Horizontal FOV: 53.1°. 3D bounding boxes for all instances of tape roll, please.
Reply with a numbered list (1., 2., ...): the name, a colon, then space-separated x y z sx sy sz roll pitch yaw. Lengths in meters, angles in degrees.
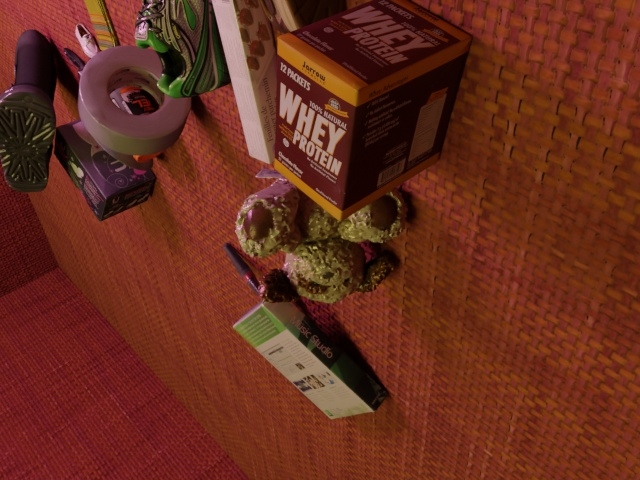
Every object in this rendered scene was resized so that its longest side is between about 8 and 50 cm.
1. tape roll: -0.378 -0.286 1.308 0.219 0.219 0.072 55 151 6

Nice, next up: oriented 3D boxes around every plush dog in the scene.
1. plush dog: 0.000 0.000 1.048 0.210 0.263 0.225 -106 10 -65

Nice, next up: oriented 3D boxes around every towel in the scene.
1. towel: -0.532 -0.556 1.487 0.102 0.021 0.237 22 135 45

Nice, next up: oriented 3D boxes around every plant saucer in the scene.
1. plant saucer: -0.488 -0.257 1.598 0.037 0.195 0.195 -43 77 19

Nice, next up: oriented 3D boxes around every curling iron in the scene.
1. curling iron: -0.155 0.080 1.492 0.274 0.068 0.035 37 146 42

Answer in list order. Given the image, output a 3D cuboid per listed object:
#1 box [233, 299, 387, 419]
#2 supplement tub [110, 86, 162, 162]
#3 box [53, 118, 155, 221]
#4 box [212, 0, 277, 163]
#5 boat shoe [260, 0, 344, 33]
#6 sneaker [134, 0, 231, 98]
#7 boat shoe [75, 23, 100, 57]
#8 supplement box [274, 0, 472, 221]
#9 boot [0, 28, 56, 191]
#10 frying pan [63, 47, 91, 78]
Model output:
1. box: -0.031 0.256 1.393 0.322 0.058 0.232 43 151 -5
2. supplement tub: -0.444 -0.287 1.512 0.190 0.117 0.117 56 151 2
3. box: -0.597 -0.210 1.771 0.247 0.163 0.142 55 146 7
4. box: -0.111 -0.287 1.059 0.067 0.063 0.324 27 139 45
5. boat shoe: -0.073 -0.425 0.817 0.123 0.123 0.342 25 145 48
6. sneaker: -0.244 -0.394 1.063 0.134 0.146 0.343 26 141 41
7. boat shoe: -0.585 -0.502 1.608 0.100 0.035 0.035 58 154 14
8. supplement box: 0.057 -0.166 0.789 0.129 0.191 0.194 41 146 28
9. boot: -0.777 -0.412 1.736 0.367 0.146 0.445 125 146 -46
10. frying pan: -0.600 -0.436 1.685 0.326 0.053 0.197 51 150 6
